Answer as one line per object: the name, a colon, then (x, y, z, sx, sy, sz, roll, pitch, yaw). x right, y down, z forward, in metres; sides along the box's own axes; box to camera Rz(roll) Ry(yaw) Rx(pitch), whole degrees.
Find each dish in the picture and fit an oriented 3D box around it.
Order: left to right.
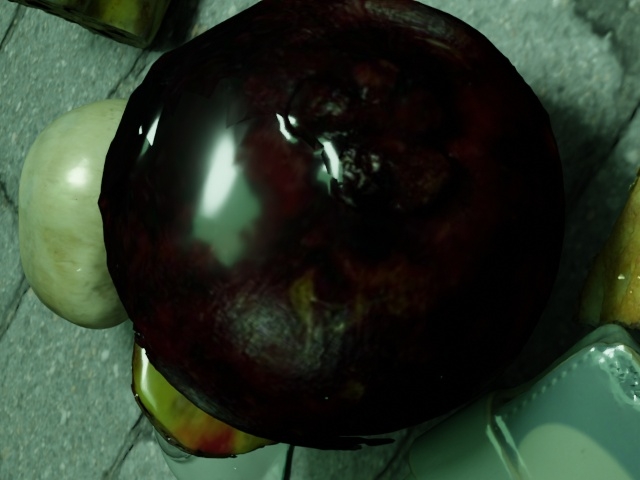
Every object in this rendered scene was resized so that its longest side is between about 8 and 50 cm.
dish: (-0.110, 0.168, 1.302, 0.246, 0.078, 0.224, -59, 45, 18)

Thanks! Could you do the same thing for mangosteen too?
mangosteen: (-0.014, -0.008, 1.027, 0.421, 0.381, 0.381, -28, 61, 46)

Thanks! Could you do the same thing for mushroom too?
mushroom: (-0.202, -0.022, 1.360, 0.234, 0.260, 0.254, 13, 79, 11)

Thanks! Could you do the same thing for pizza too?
pizza: (0.277, 0.019, 0.942, 0.188, 0.081, 0.204, -102, 33, -56)

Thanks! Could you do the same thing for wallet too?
wallet: (0.167, 0.243, 0.968, 0.360, 0.083, 0.252, -42, 71, 31)

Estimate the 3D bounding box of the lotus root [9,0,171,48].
lotus root: (-0.242, -0.415, 1.484, 0.250, 0.250, 0.346, 30, 98, 46)
